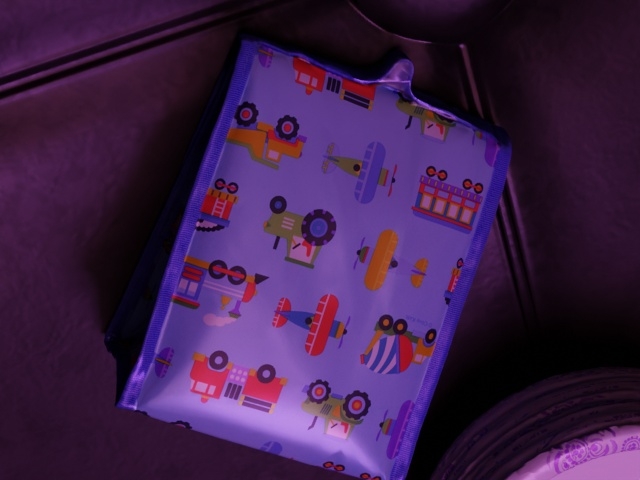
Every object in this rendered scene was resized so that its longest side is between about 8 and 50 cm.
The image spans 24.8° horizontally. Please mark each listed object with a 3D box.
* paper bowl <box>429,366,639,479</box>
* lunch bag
[{"bbox_3d":[0.220,0.230,1.196,0.284,0.148,0.284,-5,118,-10],"label":"paper bowl"},{"bbox_3d":[0.000,0.000,1.052,0.221,0.138,0.293,19,102,-18],"label":"lunch bag"}]
